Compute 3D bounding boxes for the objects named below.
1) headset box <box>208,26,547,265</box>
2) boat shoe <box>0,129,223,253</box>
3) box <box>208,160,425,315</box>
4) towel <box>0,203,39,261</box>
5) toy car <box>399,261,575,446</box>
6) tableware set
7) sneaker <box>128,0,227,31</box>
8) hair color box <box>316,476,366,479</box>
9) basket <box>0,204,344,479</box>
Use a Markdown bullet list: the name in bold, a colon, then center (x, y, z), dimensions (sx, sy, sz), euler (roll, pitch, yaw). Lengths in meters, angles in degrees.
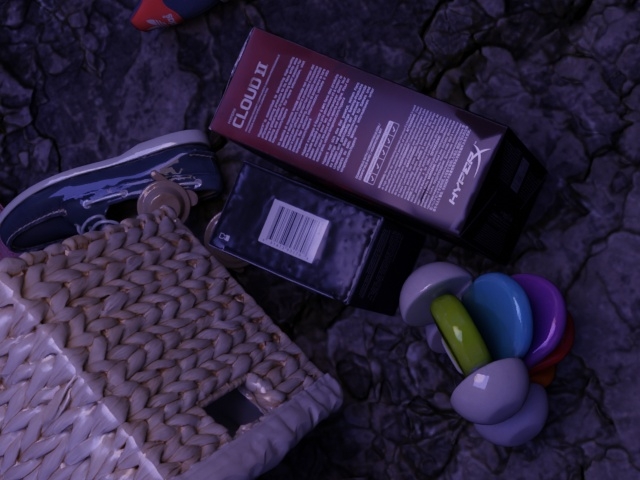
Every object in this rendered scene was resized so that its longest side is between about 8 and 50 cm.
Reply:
- **headset box**: center (0.049, -0.091, 1.320), dimensions (0.293, 0.218, 0.110), euler (24, 90, 19)
- **boat shoe**: center (-0.224, -0.035, 1.473), dimensions (0.254, 0.095, 0.079), euler (-21, 71, 3)
- **box**: center (0.000, 0.000, 1.354), dimensions (0.156, 0.158, 0.093), euler (23, 91, 20)
- **towel**: center (-0.489, 0.054, 1.581), dimensions (0.329, 0.037, 0.237), euler (-44, 73, 10)
- **toy car**: center (0.168, 0.090, 1.276), dimensions (0.136, 0.182, 0.159), euler (-32, 58, 7)
- **tableware set**: center (-0.144, 0.018, 1.434), dimensions (0.141, 0.020, 0.169), euler (29, 95, -17)
- **sneaker**: center (-0.226, -0.383, 1.501), dimensions (0.148, 0.131, 0.350), euler (-31, 74, 8)
- **hair color box**: center (0.067, 0.390, 1.267), dimensions (0.105, 0.174, 0.347), euler (-37, 73, 10)
- **basket**: center (-0.216, 0.184, 1.253), dimensions (0.266, 0.328, 0.331), euler (49, 114, 7)
